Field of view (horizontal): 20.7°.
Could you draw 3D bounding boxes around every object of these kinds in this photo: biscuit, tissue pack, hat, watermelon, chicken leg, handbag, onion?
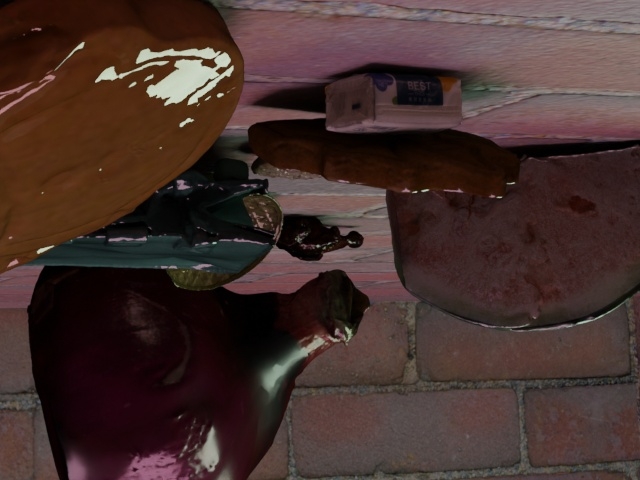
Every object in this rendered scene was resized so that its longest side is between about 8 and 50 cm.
[{"bbox_3d":[0.010,-0.074,1.589,0.152,0.020,0.152,-5,174,0],"label":"biscuit"},{"bbox_3d":[0.052,-0.097,1.253,0.083,0.042,0.062,0,175,-36],"label":"tissue pack"},{"bbox_3d":[-0.119,-0.020,1.926,0.146,0.067,0.146,-22,142,-18],"label":"hat"},{"bbox_3d":[0.220,-0.019,1.682,0.305,0.224,0.180,-8,130,-2],"label":"watermelon"},{"bbox_3d":[0.060,-0.068,1.322,0.182,0.034,0.215,-7,-163,-43],"label":"biscuit"},{"bbox_3d":[-0.007,0.001,2.210,0.089,0.048,0.219,-1,175,13],"label":"chicken leg"},{"bbox_3d":[-0.207,-0.036,1.041,0.351,0.057,0.312,-24,165,-2],"label":"biscuit"},{"bbox_3d":[-0.183,-0.030,1.605,0.268,0.100,0.274,2,173,-6],"label":"handbag"},{"bbox_3d":[-0.139,0.156,2.153,0.420,0.399,0.398,-9,175,-1],"label":"onion"}]
